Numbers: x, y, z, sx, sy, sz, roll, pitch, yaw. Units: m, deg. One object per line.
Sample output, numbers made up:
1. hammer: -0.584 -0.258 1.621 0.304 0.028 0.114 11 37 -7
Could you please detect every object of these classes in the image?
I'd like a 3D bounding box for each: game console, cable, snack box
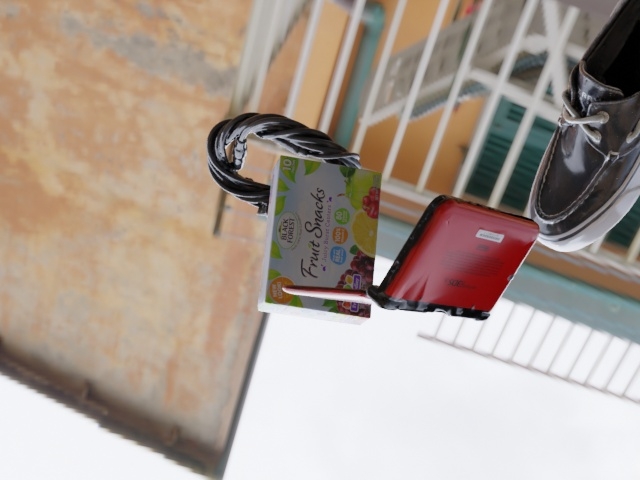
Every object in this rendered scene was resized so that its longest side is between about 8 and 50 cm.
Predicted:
1. game console: 0.067 0.012 0.827 0.085 0.124 0.144 40 -163 33
2. cable: -0.037 -0.085 1.267 0.150 0.184 0.047 50 -131 -27
3. snack box: 0.000 0.000 1.072 0.100 0.037 0.141 8 -108 -12

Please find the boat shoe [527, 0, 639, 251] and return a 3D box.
1. boat shoe: 0.269 -0.127 1.079 0.102 0.301 0.108 12 -153 -44
